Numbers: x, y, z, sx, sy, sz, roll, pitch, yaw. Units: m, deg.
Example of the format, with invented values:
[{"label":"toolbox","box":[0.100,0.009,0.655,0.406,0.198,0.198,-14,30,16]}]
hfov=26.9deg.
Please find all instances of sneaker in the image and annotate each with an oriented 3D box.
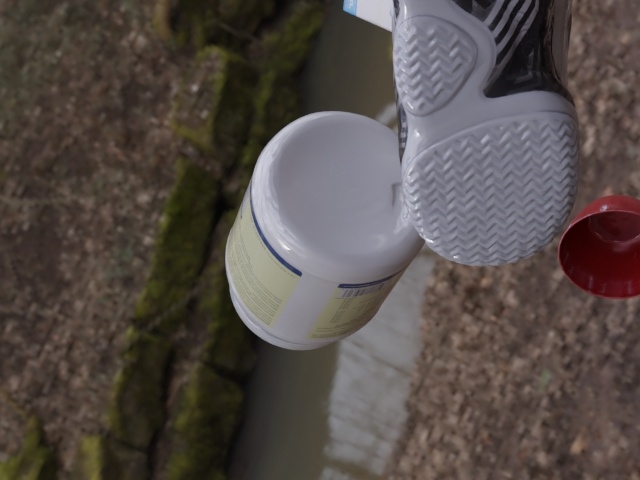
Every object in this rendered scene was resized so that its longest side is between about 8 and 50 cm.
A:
[{"label":"sneaker","box":[0.101,-0.185,0.854,0.210,0.137,0.366,-88,-4,-62]}]

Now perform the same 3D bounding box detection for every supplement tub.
[{"label":"supplement tub","box":[0.000,0.000,1.791,0.325,0.235,0.235,119,168,-62]}]

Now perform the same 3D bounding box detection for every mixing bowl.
[{"label":"mixing bowl","box":[0.473,-0.006,2.131,0.181,0.181,0.098,-42,20,38]}]

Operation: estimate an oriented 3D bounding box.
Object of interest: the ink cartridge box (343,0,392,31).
[{"label":"ink cartridge box","box":[0.092,-0.212,1.083,0.143,0.092,0.090,-138,53,-59]}]
